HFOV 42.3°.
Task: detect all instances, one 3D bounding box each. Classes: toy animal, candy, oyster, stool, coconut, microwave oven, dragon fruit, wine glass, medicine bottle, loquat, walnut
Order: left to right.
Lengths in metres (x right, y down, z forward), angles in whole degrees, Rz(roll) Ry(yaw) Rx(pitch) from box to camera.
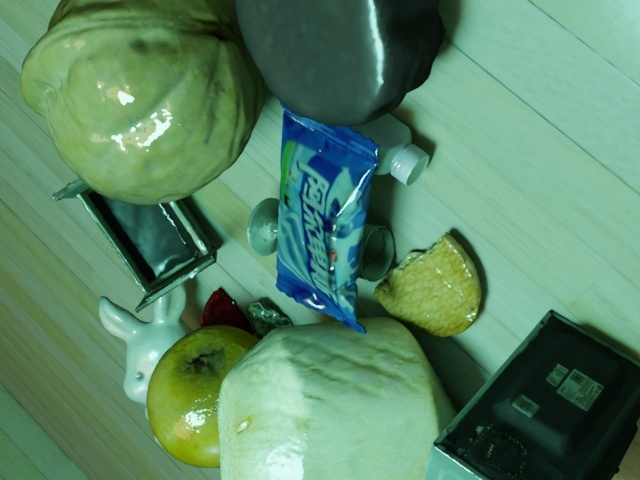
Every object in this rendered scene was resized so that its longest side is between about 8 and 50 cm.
[{"bbox_3d":[-0.321,-0.027,1.496,0.244,0.170,0.269,56,176,-6],"label":"stool"},{"bbox_3d":[-0.247,-0.235,1.204,0.381,0.381,0.381,28,138,29],"label":"walnut"},{"bbox_3d":[-0.316,0.251,1.760,0.241,0.196,0.368,-106,-8,-55],"label":"toy animal"},{"bbox_3d":[-0.190,0.289,1.527,0.263,0.263,0.263,28,138,29],"label":"loquat"},{"bbox_3d":[-0.203,0.192,1.699,0.162,0.106,0.083,53,145,-6],"label":"dragon fruit"},{"bbox_3d":[-0.098,0.197,1.629,0.125,0.064,0.177,-4,117,54],"label":"oyster"},{"bbox_3d":[0.000,0.000,1.318,0.231,0.103,0.103,15,131,36],"label":"wine glass"},{"bbox_3d":[0.006,-0.028,1.184,0.187,0.077,0.331,29,129,31],"label":"candy"},{"bbox_3d":[0.045,0.318,1.323,0.415,0.415,0.344,58,164,-8],"label":"coconut"},{"bbox_3d":[0.088,-0.129,1.134,0.118,0.074,0.055,37,141,18],"label":"medicine bottle"},{"bbox_3d":[0.283,0.281,1.084,0.181,0.295,0.237,33,140,26],"label":"microwave oven"}]

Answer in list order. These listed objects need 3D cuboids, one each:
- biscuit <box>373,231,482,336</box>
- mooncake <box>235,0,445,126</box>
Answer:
[{"bbox_3d":[0.175,0.078,1.251,0.144,0.033,0.224,48,145,4],"label":"biscuit"},{"bbox_3d":[0.024,-0.281,1.018,0.283,0.141,0.283,32,137,36],"label":"mooncake"}]
